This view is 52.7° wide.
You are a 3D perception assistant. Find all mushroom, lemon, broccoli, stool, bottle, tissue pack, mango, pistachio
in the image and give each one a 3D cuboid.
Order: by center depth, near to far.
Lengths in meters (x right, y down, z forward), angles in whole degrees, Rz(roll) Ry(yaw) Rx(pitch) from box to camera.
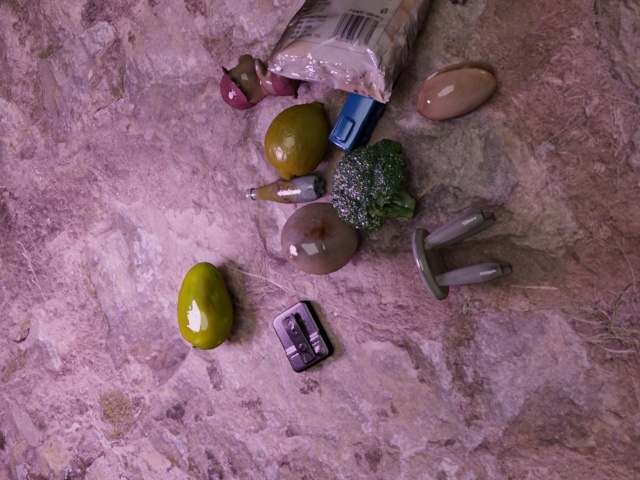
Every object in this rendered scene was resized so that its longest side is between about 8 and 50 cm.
[{"bbox_3d":[0.357,0.031,1.647,0.198,0.195,0.195,-23,80,24],"label":"stool"},{"bbox_3d":[0.351,-0.386,1.681,0.215,0.144,0.144,-17,83,21],"label":"pistachio"},{"bbox_3d":[0.148,-0.142,1.748,0.241,0.269,0.262,25,80,-9],"label":"broccoli"},{"bbox_3d":[0.081,-0.577,1.748,0.375,0.195,0.390,23,75,23],"label":"tissue pack"},{"bbox_3d":[0.000,0.000,1.847,0.226,0.178,0.227,-8,47,8],"label":"mushroom"},{"bbox_3d":[-0.064,-0.296,1.870,0.184,0.184,0.249,23,88,25],"label":"lemon"},{"bbox_3d":[-0.114,-0.148,1.954,0.269,0.083,0.083,-5,88,32],"label":"bottle"},{"bbox_3d":[-0.372,0.213,2.059,0.185,0.149,0.273,-23,74,33],"label":"mango"}]

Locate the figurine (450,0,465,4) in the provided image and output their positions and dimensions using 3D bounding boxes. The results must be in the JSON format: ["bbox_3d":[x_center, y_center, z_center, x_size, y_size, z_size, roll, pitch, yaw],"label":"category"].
[{"bbox_3d":[0.340,-0.681,1.723,0.129,0.054,0.072,37,99,21],"label":"figurine"}]

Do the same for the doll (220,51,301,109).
[{"bbox_3d":[-0.187,-0.485,1.932,0.255,0.196,0.152,-15,66,20],"label":"doll"}]

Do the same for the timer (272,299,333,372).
[{"bbox_3d":[-0.059,0.290,1.946,0.144,0.055,0.188,-34,75,25],"label":"timer"}]

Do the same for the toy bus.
[{"bbox_3d":[0.101,-0.336,1.824,0.090,0.106,0.185,33,106,21],"label":"toy bus"}]
